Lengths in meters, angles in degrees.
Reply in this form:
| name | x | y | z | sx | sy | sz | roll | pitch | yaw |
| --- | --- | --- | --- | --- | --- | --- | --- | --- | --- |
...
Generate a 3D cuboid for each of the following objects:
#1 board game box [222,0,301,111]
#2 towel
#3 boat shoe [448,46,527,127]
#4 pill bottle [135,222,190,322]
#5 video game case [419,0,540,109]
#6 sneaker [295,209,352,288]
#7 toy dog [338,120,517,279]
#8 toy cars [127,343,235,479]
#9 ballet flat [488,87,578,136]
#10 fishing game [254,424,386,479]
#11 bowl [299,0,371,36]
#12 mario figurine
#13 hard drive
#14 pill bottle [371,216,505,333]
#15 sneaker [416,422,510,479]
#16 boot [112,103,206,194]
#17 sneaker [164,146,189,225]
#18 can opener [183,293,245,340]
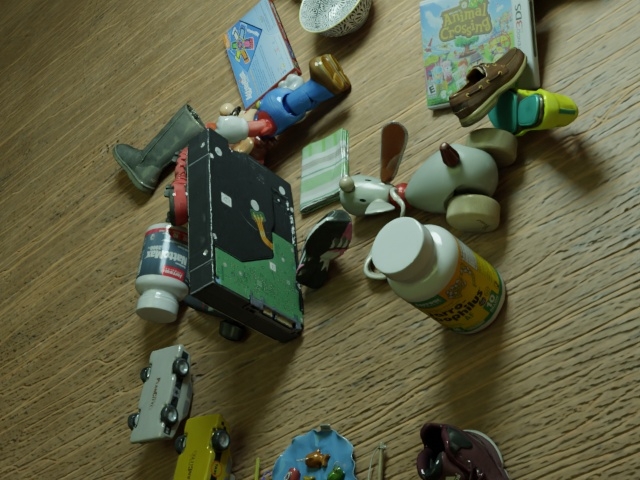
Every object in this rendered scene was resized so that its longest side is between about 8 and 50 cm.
| name | x | y | z | sx | sy | sz | roll | pitch | yaw |
| --- | --- | --- | --- | --- | --- | --- | --- | --- | --- |
| board game box | -0.134 | -0.411 | 2.040 | 0.145 | 0.027 | 0.281 | -36 | 46 | 19 |
| towel | 0.004 | -0.132 | 1.743 | 0.113 | 0.023 | 0.152 | -22 | 52 | 31 |
| boat shoe | 0.263 | -0.253 | 1.452 | 0.178 | 0.060 | 0.064 | -48 | 16 | -27 |
| pill bottle | -0.311 | 0.067 | 1.848 | 0.108 | 0.108 | 0.180 | -16 | 56 | 36 |
| video game case | 0.265 | -0.334 | 1.569 | 0.212 | 0.023 | 0.193 | -6 | 86 | 41 |
| sneaker | 0.000 | 0.000 | 1.596 | 0.178 | 0.072 | 0.077 | 125 | 157 | -44 |
| toy dog | 0.148 | -0.096 | 1.485 | 0.333 | 0.161 | 0.220 | -26 | 50 | 29 |
| toy cars | -0.235 | 0.344 | 1.631 | 0.176 | 0.087 | 0.394 | -46 | 39 | 4 |
| ballet flat | 0.329 | -0.198 | 1.433 | 0.231 | 0.077 | 0.077 | -137 | 47 | -78 |
| fishing game | -0.015 | 0.379 | 1.435 | 0.264 | 0.041 | 0.189 | -12 | 60 | 37 |
| bowl | 0.047 | -0.471 | 1.870 | 0.170 | 0.080 | 0.170 | -22 | 52 | 32 |
| mario figurine | -0.111 | -0.263 | 1.813 | 0.320 | 0.198 | 0.170 | -34 | 59 | 17 |
| hard drive | -0.134 | -0.009 | 1.638 | 0.064 | 0.237 | 0.339 | -30 | 49 | 27 |
| pill bottle | 0.169 | 0.048 | 1.341 | 0.117 | 0.208 | 0.118 | -22 | 52 | 31 |
| sneaker | 0.198 | 0.342 | 1.167 | 0.106 | 0.162 | 0.281 | -46 | 43 | 12 |
| boot | -0.366 | -0.229 | 2.108 | 0.208 | 0.076 | 0.190 | -53 | 56 | 14 |
| sneaker | -0.243 | -0.114 | 1.907 | 0.135 | 0.098 | 0.276 | -1 | 28 | -4 |
| can opener | -0.202 | 0.131 | 1.744 | 0.186 | 0.059 | 0.073 | 19 | 80 | 47 |
